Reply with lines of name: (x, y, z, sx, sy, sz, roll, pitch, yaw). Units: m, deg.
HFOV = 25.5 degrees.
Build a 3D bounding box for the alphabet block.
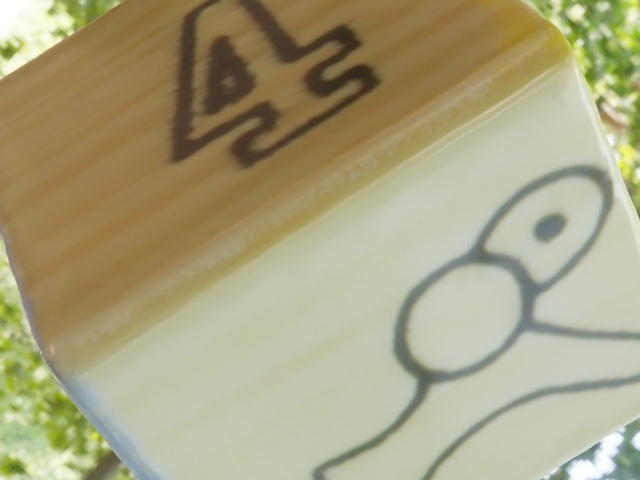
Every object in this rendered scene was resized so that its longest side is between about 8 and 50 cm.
alphabet block: (0.000, 0.000, 0.564, 0.197, 0.192, 0.193, -32, -139, -2)
